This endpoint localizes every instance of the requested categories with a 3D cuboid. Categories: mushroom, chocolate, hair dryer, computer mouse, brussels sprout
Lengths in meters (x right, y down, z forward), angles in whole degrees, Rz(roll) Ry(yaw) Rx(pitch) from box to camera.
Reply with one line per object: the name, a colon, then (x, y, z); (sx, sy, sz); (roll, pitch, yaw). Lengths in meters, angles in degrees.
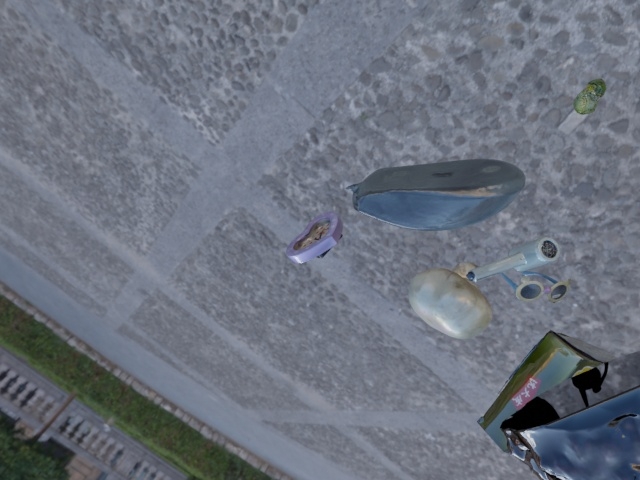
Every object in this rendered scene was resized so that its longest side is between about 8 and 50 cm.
mushroom: (0.416, 0.170, 1.478); (0.260, 0.234, 0.254); (39, 166, 6)
chocolate: (0.338, 0.236, 0.508); (0.224, 0.206, 0.177); (-32, 71, 20)
hair dryer: (0.487, 0.056, 1.236); (0.131, 0.237, 0.073); (128, 127, -73)
computer mouse: (0.237, -0.092, 1.017); (0.371, 0.188, 0.121); (1, 117, 18)
brussels sprout: (0.535, -0.285, 0.931); (0.046, 0.051, 0.083); (29, 161, 10)

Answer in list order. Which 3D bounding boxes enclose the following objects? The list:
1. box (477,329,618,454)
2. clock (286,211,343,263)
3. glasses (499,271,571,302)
box: (0.752, 0.494, 1.488); (0.421, 0.372, 0.138); (20, -161, -36)
clock: (0.000, 0.000, 1.402); (0.172, 0.198, 0.064); (8, 141, 56)
glasses: (0.699, 0.153, 1.601); (0.190, 0.088, 0.220); (2, -176, -12)
